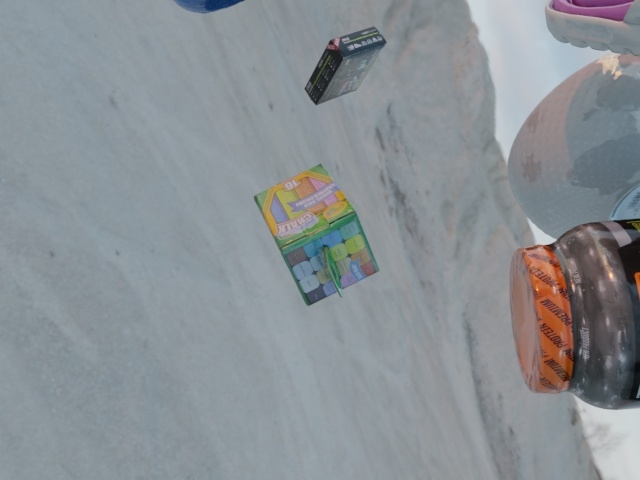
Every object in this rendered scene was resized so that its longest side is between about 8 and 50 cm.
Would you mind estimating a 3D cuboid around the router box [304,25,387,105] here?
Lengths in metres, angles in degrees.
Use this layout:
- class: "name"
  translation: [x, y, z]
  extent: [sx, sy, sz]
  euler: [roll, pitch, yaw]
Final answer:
- class: "router box"
  translation: [0.038, -0.273, 1.040]
  extent: [0.038, 0.092, 0.122]
  euler: [57, -32, 11]

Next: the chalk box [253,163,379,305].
- class: "chalk box"
  translation: [0.000, 0.000, 1.042]
  extent: [0.213, 0.132, 0.132]
  euler: [59, -6, 50]

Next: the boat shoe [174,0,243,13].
- class: "boat shoe"
  translation: [-0.011, -0.269, 0.521]
  extent: [0.109, 0.259, 0.088]
  euler: [137, -68, -82]

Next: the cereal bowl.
- class: "cereal bowl"
  translation: [0.443, -0.099, 0.915]
  extent: [0.339, 0.339, 0.141]
  euler: [57, 16, -51]

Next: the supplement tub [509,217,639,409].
- class: "supplement tub"
  translation: [0.392, 0.074, 0.719]
  extent: [0.207, 0.338, 0.206]
  euler: [-4, 90, -84]

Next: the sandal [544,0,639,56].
- class: "sandal"
  translation: [0.354, -0.236, 0.576]
  extent: [0.416, 0.169, 0.102]
  euler: [20, -33, 58]
